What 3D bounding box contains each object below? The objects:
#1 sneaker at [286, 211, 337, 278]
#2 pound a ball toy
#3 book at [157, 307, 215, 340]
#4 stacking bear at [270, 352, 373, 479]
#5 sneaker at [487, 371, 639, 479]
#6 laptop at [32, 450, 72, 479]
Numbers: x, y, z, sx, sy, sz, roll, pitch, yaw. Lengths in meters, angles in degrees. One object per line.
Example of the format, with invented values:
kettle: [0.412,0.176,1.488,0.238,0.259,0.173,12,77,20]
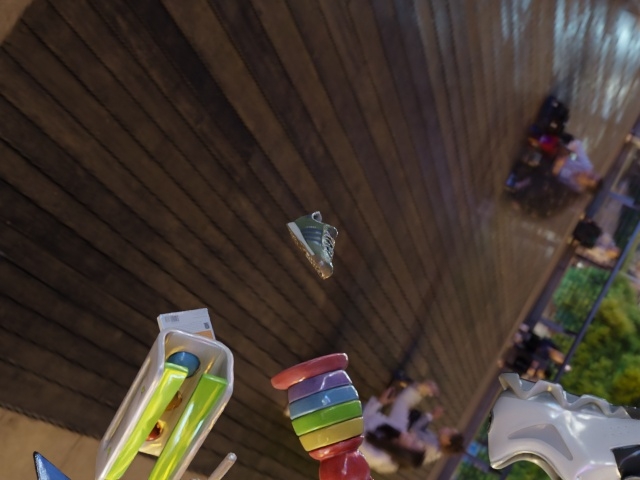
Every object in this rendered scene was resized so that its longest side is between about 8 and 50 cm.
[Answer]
sneaker: [0.000,0.000,1.821,0.086,0.192,0.064,-29,130,-8]
pound a ball toy: [-0.230,0.305,1.413,0.319,0.208,0.136,-59,-157,28]
book: [-0.245,0.203,1.628,0.096,0.144,0.035,-5,157,-30]
stacking bear: [0.022,0.399,1.818,0.175,0.289,0.164,-15,166,-12]
sneaker: [0.372,0.282,1.086,0.122,0.330,0.146,59,47,-60]
laptop: [-0.119,0.450,1.012,0.382,0.408,0.236,66,30,-49]
